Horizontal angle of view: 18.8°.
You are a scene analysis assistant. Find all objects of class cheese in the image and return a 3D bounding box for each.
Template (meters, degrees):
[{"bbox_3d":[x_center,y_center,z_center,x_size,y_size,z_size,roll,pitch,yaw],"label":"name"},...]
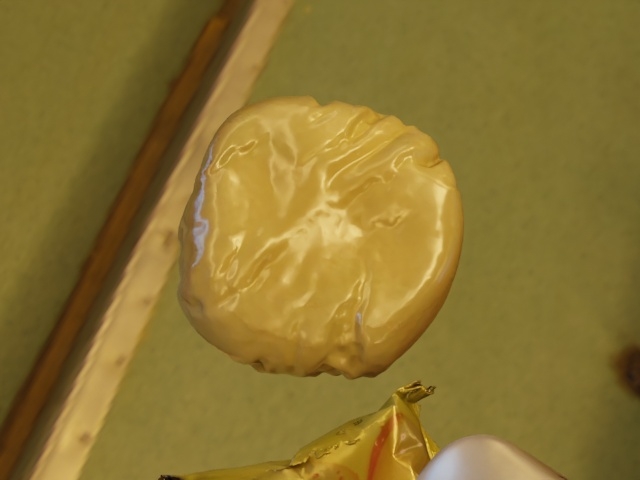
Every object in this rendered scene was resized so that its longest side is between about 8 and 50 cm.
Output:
[{"bbox_3d":[0.000,0.000,1.483,0.214,0.117,0.226,15,72,-2],"label":"cheese"}]

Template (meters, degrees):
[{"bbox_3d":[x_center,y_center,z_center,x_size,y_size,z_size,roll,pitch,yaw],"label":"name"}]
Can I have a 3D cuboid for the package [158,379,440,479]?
[{"bbox_3d":[0.007,0.206,1.395,0.226,0.090,0.168,-23,74,-7],"label":"package"}]

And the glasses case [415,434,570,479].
[{"bbox_3d":[0.145,0.189,0.992,0.233,0.092,0.059,33,8,18],"label":"glasses case"}]
